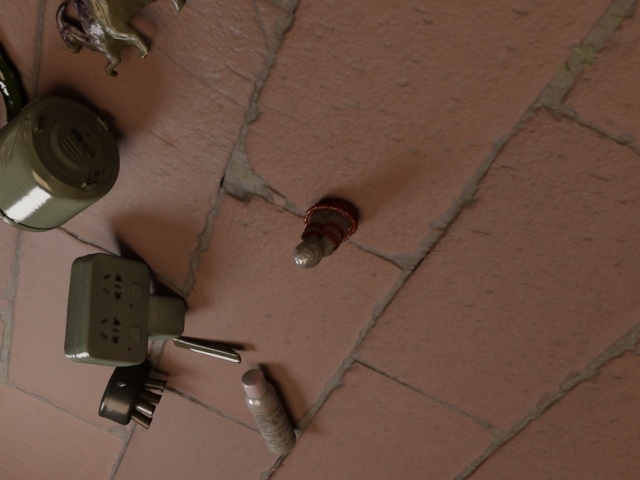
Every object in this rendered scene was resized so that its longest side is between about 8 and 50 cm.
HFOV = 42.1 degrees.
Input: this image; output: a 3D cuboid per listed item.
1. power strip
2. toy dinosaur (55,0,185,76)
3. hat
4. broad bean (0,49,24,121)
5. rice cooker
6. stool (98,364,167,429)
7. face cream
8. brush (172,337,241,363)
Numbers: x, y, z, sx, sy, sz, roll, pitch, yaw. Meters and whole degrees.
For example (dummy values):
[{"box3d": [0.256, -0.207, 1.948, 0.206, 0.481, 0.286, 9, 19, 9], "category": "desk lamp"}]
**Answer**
[{"box3d": [-0.442, 0.163, 1.837, 0.141, 0.229, 0.261, -11, 162, 36], "category": "power strip"}, {"box3d": [-0.343, -0.365, 1.362, 0.162, 0.077, 0.294, 38, 136, -16], "category": "toy dinosaur"}, {"box3d": [0.000, 0.000, 1.522, 0.093, 0.162, 0.112, 41, 131, -14], "category": "hat"}, {"box3d": [-0.600, -0.297, 1.565, 0.069, 0.039, 0.226, 16, 138, 16], "category": "broad bean"}, {"box3d": [-0.514, -0.140, 1.565, 0.226, 0.226, 0.244, 43, 132, -21], "category": "rice cooker"}, {"box3d": [-0.480, 0.394, 2.143, 0.139, 0.153, 0.228, 22, 180, -4], "category": "stool"}, {"box3d": [-0.130, 0.419, 2.052, 0.082, 0.082, 0.269, 1, 132, 22], "category": "face cream"}, {"box3d": [-0.269, 0.255, 1.991, 0.190, 0.027, 0.034, 10, 132, 24], "category": "brush"}]
